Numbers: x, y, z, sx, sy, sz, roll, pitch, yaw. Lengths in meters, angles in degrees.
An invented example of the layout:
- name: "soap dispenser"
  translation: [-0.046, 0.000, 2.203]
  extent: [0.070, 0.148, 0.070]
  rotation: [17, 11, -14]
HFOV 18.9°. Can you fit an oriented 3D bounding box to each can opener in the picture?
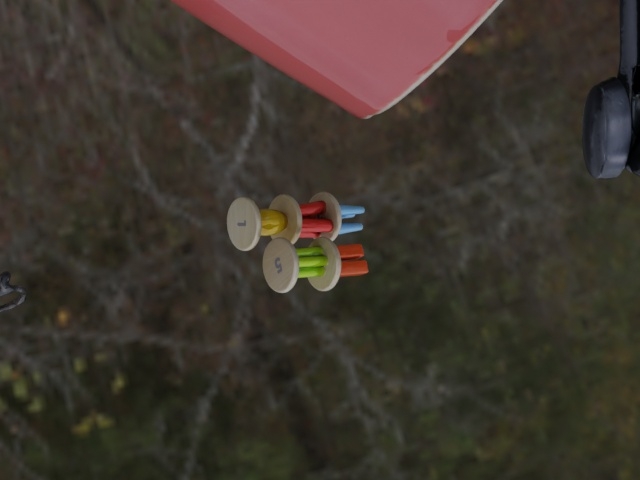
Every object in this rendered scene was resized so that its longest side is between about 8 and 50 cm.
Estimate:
- name: "can opener"
  translation: [0.232, -0.133, 1.365]
  extent: [0.059, 0.186, 0.073]
  rotation: [15, -164, 31]

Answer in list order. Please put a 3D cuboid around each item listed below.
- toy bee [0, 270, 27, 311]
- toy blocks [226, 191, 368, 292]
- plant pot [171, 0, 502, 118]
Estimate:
- name: "toy bee"
  translation: [-0.342, -0.031, 1.215]
  extent: [0.195, 0.162, 0.298]
  rotation: [-16, 167, 20]
- name: "toy blocks"
  translation: [0.000, 0.000, 1.868]
  extent: [0.148, 0.123, 0.054]
  rotation: [-4, 128, -38]
- name: "plant pot"
  translation: [0.005, -0.226, 1.192]
  extent: [0.243, 0.275, 0.275]
  rotation: [42, 127, -8]
